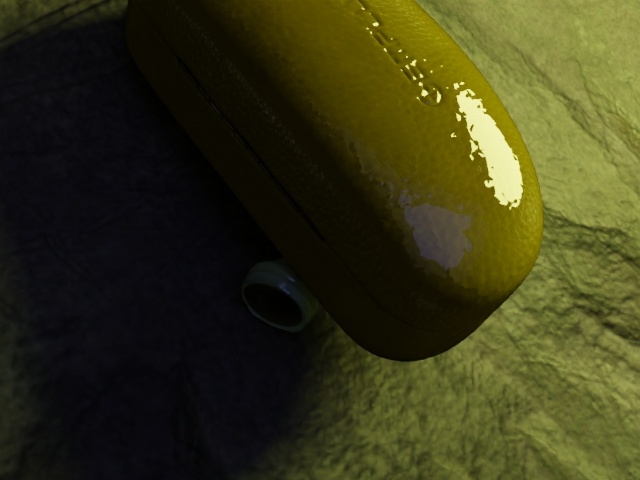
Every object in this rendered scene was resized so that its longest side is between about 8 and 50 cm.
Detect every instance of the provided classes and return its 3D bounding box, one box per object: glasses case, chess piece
[{"bbox_3d":[0.015,-0.098,0.641,0.173,0.141,0.371,-25,69,-37],"label":"glasses case"},{"bbox_3d":[0.000,0.000,0.685,0.059,0.059,0.149,39,55,-5],"label":"chess piece"}]
